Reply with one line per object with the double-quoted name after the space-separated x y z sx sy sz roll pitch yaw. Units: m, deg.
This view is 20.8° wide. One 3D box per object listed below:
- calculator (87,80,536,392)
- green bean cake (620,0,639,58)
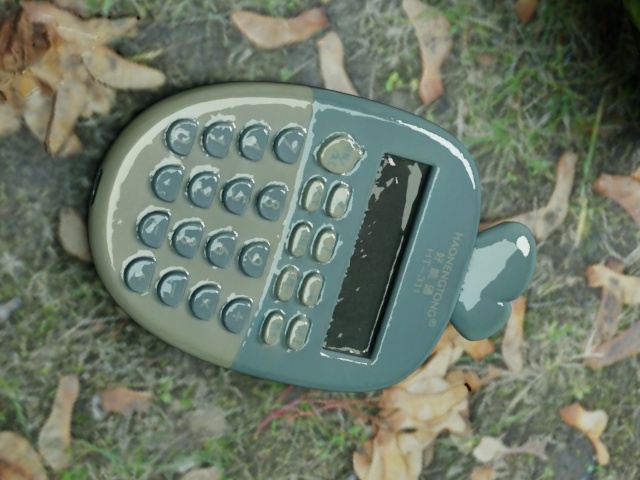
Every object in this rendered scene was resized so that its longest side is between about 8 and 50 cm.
0.000 0.000 1.099 0.303 0.042 0.188 14 98 -27 "calculator"
0.316 -0.165 1.085 0.250 0.156 0.247 -19 120 12 "green bean cake"
